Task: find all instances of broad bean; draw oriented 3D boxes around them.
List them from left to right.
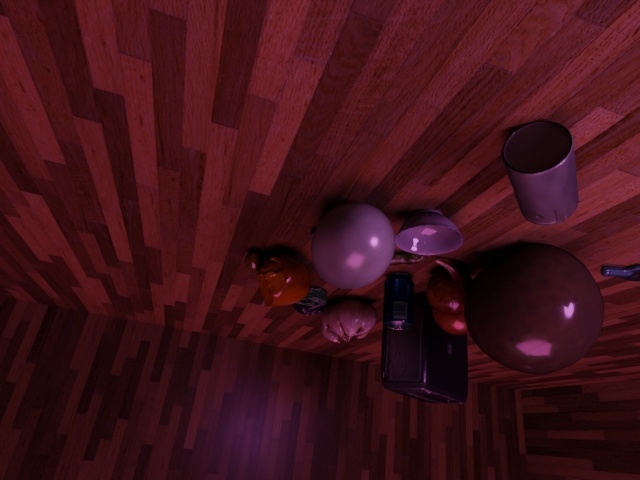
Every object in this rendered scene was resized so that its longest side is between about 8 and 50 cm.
[{"bbox_3d":[0.238,0.059,1.458,0.255,0.046,0.065,0,147,13],"label":"broad bean"}]

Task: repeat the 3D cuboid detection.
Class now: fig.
[{"bbox_3d":[-0.247,0.070,1.587,0.074,0.073,0.087,4,138,6],"label":"fig"},{"bbox_3d":[0.469,0.161,1.499,0.175,0.175,0.207,6,135,4],"label":"fig"}]

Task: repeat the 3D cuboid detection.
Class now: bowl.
[{"bbox_3d":[0.304,-0.034,1.202,0.189,0.085,0.189,4,155,2],"label":"bowl"}]

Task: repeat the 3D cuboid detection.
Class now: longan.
[{"bbox_3d":[0.630,0.210,1.292,0.337,0.404,0.404,6,157,-26],"label":"longan"}]

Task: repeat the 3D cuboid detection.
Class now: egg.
[{"bbox_3d":[0.085,0.025,1.217,0.230,0.229,0.371,10,160,-6],"label":"egg"}]

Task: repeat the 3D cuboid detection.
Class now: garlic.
[{"bbox_3d":[0.122,0.368,1.956,0.281,0.203,0.184,-6,134,18],"label":"garlic"}]

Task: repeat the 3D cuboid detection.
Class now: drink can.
[{"bbox_3d":[0.298,0.231,1.617,0.118,0.204,0.118,6,157,3],"label":"drink can"}]

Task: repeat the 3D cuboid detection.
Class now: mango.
[{"bbox_3d":[-0.140,0.170,1.635,0.199,0.201,0.350,20,166,14],"label":"mango"}]

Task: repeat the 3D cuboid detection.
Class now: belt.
[{"bbox_3d":[-0.046,0.262,1.918,0.152,0.079,0.121,5,155,7],"label":"belt"}]

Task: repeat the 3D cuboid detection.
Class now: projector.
[{"bbox_3d":[0.461,0.488,1.874,0.242,0.404,0.395,-15,146,39],"label":"projector"}]

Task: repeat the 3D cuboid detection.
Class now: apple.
[{"bbox_3d":[0.533,0.261,1.643,0.201,0.201,0.162,-2,140,20],"label":"apple"}]

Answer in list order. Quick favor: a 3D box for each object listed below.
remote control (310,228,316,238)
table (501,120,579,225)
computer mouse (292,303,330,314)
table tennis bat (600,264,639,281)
[{"bbox_3d":[0.000,0.002,1.428,0.044,0.027,0.152,-5,154,11],"label":"remote control"},{"bbox_3d":[0.470,-0.135,0.900,0.127,0.126,0.220,-9,150,31],"label":"table"},{"bbox_3d":[-0.047,0.334,2.090,0.193,0.062,0.105,1,154,15],"label":"computer mouse"},{"bbox_3d":[1.002,0.102,1.362,0.201,0.033,0.124,2,153,1],"label":"table tennis bat"}]
